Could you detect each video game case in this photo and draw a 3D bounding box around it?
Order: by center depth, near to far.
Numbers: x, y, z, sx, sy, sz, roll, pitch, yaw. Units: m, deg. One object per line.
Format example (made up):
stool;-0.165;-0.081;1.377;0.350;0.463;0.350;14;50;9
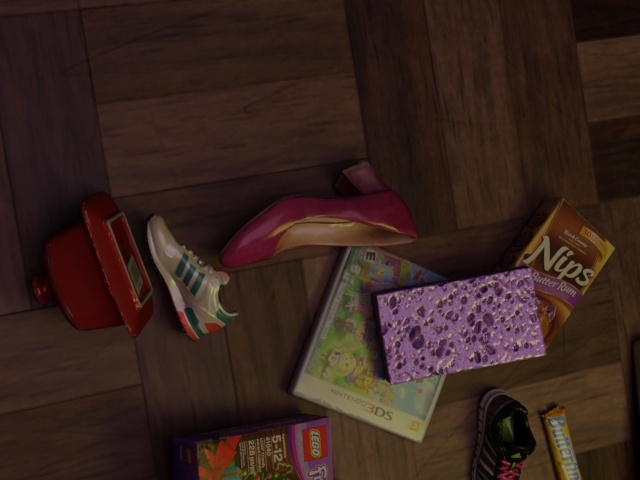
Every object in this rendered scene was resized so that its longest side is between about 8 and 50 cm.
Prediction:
video game case;0.081;0.127;1.545;0.193;0.023;0.212;24;81;-20

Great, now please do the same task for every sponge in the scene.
sponge;0.175;0.105;1.534;0.210;0.031;0.117;-10;94;-11

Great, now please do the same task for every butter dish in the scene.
butter dish;-0.264;0.038;1.357;0.118;0.160;0.159;-20;97;2

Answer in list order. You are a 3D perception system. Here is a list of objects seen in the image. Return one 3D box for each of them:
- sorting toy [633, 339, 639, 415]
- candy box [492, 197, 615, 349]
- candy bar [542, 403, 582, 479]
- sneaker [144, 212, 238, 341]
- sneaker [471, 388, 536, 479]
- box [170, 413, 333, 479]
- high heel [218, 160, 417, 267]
sorting toy;0.575;0.258;1.684;0.255;0.089;0.257;0;80;-22
candy box;0.294;0.047;1.615;0.109;0.053;0.186;41;75;-16
candy bar;0.332;0.300;1.649;0.040;0.018;0.161;-18;97;-21
sneaker;-0.149;0.034;1.425;0.075;0.057;0.161;-21;103;0
sneaker;0.241;0.280;1.581;0.063;0.075;0.170;2;90;-22
box;-0.072;0.363;1.435;0.201;0.057;0.293;-4;91;-41
high heel;0.000;0.000;1.469;0.244;0.082;0.117;-27;73;-31
